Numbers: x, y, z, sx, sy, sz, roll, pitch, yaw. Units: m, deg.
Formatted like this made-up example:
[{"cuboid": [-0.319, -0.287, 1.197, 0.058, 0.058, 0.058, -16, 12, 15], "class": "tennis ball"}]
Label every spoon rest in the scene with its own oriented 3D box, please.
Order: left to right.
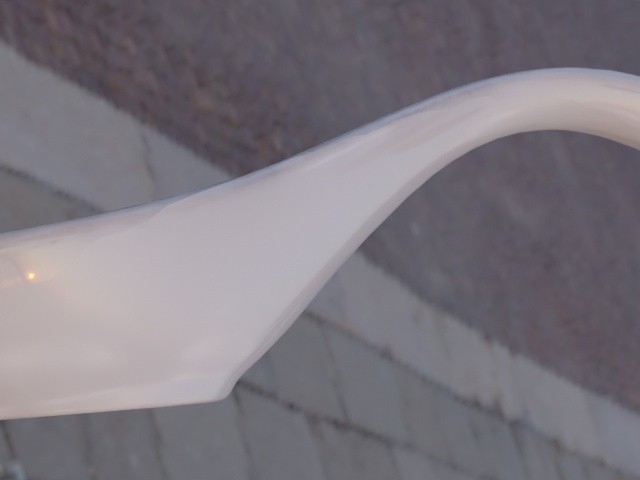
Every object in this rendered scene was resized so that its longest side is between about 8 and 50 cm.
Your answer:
[{"cuboid": [0.000, 0.000, 0.525, 0.137, 0.276, 0.084, 158, -71, -77], "class": "spoon rest"}]
